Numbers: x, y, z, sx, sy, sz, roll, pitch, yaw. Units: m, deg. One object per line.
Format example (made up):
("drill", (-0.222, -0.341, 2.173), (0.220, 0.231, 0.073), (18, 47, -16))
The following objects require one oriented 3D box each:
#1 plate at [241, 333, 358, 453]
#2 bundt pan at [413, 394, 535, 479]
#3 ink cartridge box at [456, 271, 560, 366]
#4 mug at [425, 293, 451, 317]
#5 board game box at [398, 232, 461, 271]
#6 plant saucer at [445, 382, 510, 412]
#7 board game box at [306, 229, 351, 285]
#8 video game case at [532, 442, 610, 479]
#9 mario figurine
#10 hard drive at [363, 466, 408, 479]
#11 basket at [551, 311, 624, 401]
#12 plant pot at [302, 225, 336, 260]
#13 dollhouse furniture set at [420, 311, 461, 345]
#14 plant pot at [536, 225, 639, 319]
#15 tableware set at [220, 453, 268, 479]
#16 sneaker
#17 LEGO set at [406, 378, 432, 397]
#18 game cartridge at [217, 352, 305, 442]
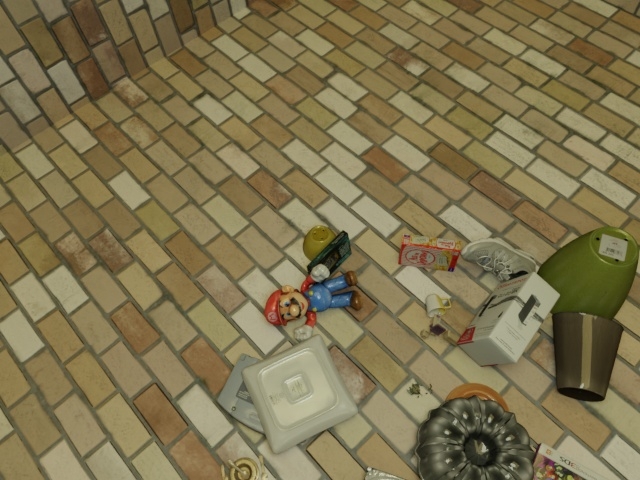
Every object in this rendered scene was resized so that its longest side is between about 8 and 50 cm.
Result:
("plate", (-0.068, 0.446, 1.564), (0.278, 0.045, 0.277), (-24, 62, -10))
("bundt pan", (0.428, 0.572, 1.417), (0.330, 0.124, 0.331), (1, 56, -1))
("ink cartridge box", (0.573, 0.243, 1.603), (0.114, 0.197, 0.273), (44, 68, 1))
("mug", (0.383, 0.213, 1.731), (0.078, 0.062, 0.064), (12, 46, -24))
("board game box", (0.367, 0.042, 1.775), (0.193, 0.147, 0.045), (8, 60, 9))
("plant saucer", (0.466, 0.520, 1.552), (0.200, 0.037, 0.200), (-2, 59, 3))
("board game box", (0.032, 0.065, 1.793), (0.026, 0.126, 0.186), (34, 66, 29))
("video game case", (0.659, 0.711, 1.424), (0.210, 0.042, 0.232), (27, 65, 19))
("mario figurine", (-0.023, 0.205, 1.692), (0.320, 0.170, 0.198), (-16, 62, -8))
("hard drive", (0.189, 0.810, 1.383), (0.236, 0.064, 0.339), (16, 63, 13))
("basket", (0.789, 0.352, 1.571), (0.204, 0.154, 0.227), (14, 65, 12))
("plant pot", (0.000, 0.000, 1.851), (0.134, 0.095, 0.134), (-2, 59, 3))
("dollhouse furniture set", (0.399, 0.292, 1.694), (0.114, 0.091, 0.081), (34, 43, -8))
("plant pot", (0.857, 0.091, 1.632), (0.274, 0.293, 0.275), (-1, 60, 2))
("tableware set", (-0.208, 0.712, 1.477), (0.128, 0.039, 0.194), (-14, 60, -5))
("sneaker", (0.596, 0.074, 1.722), (0.281, 0.105, 0.115), (13, 51, -11))
("LEGO set", (0.303, 0.460, 1.609), (0.083, 0.023, 0.054), (18, 64, -2))
("game cartridge", (-0.153, 0.488, 1.599), (0.297, 0.062, 0.198), (20, 67, 14))
